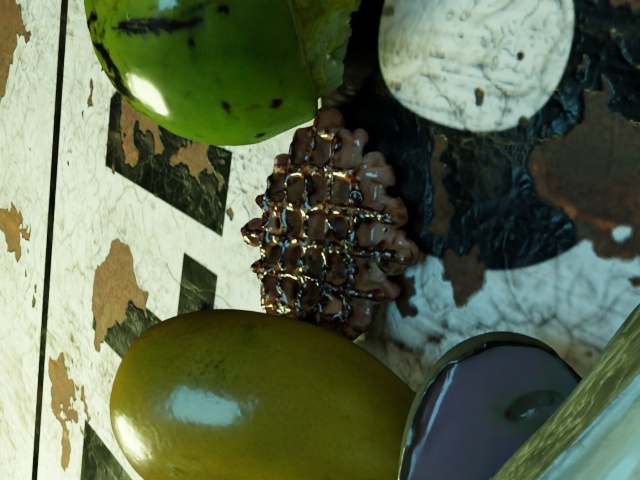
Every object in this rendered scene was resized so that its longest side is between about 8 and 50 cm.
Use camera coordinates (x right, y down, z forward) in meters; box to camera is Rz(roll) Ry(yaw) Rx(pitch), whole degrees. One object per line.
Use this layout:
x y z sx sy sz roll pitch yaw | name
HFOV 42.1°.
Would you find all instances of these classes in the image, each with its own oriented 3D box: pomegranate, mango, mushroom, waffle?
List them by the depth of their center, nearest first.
0.126 0.150 0.609 0.117 0.141 0.188 -97 17 -76 | mushroom
-0.049 0.158 0.751 0.317 0.211 0.173 2 51 26 | mango
-0.089 -0.207 0.789 0.341 0.260 0.260 101 156 -74 | pomegranate
0.000 0.000 0.821 0.234 0.055 0.221 -54 51 35 | waffle

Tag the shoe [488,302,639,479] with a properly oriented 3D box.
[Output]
0.213 0.138 0.481 0.159 0.124 0.316 42 108 9 | shoe
